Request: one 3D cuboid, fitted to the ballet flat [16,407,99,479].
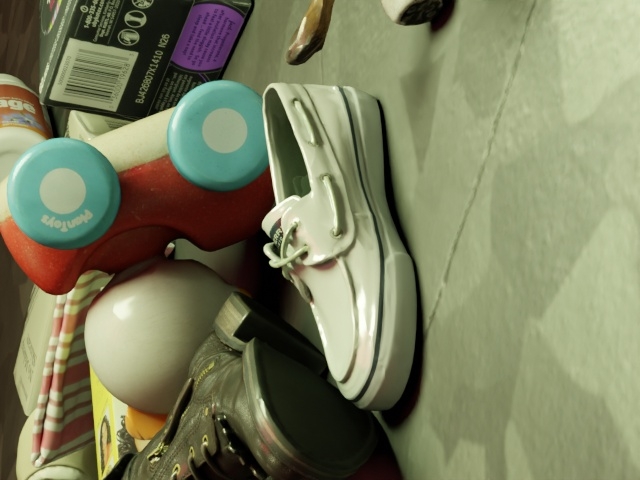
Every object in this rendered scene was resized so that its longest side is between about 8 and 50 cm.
[{"bbox_3d":[-0.246,0.255,1.396,0.086,0.086,0.248,-104,19,-46],"label":"ballet flat"}]

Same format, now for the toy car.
[{"bbox_3d":[-0.099,0.030,1.058,0.219,0.210,0.238,175,74,-81],"label":"toy car"}]

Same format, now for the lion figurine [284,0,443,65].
[{"bbox_3d":[0.037,-0.294,0.784,0.392,0.142,0.240,-46,59,44],"label":"lion figurine"}]

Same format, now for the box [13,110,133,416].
[{"bbox_3d":[-0.210,0.026,1.391,0.113,0.094,0.275,-136,59,-65],"label":"box"}]

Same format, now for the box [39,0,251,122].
[{"bbox_3d":[-0.164,-0.254,1.323,0.165,0.143,0.270,121,151,-42],"label":"box"}]

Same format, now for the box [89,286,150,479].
[{"bbox_3d":[-0.128,0.139,1.150,0.232,0.087,0.058,-106,30,-45],"label":"box"}]

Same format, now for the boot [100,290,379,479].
[{"bbox_3d":[-0.077,0.162,0.907,0.229,0.091,0.263,-54,15,4],"label":"boot"}]

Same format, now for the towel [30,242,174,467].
[{"bbox_3d":[-0.189,0.094,1.290,0.144,0.029,0.197,-16,-58,-64],"label":"towel"}]

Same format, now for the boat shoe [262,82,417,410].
[{"bbox_3d":[0.000,0.000,0.891,0.083,0.075,0.226,121,150,-44],"label":"boat shoe"}]

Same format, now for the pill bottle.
[{"bbox_3d":[-0.405,-0.132,1.917,0.216,0.121,0.121,-118,42,-57],"label":"pill bottle"}]
